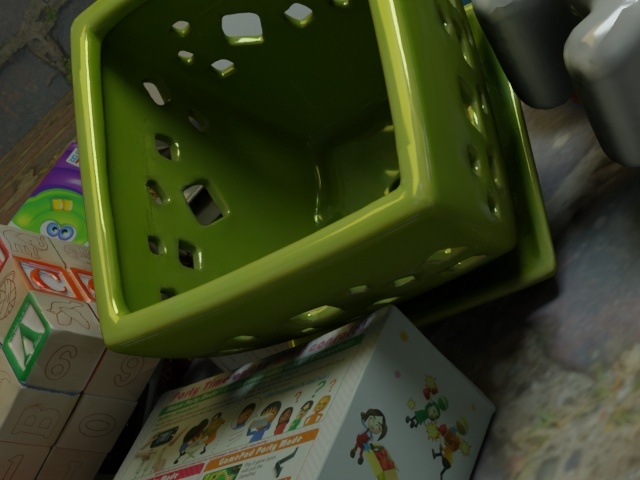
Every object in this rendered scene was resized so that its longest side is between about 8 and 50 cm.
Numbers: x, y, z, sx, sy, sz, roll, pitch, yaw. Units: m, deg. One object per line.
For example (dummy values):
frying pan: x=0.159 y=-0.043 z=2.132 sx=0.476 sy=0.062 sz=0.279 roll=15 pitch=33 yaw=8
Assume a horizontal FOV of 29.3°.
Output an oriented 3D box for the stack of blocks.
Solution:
stack of blocks: x=-0.219 y=0.161 z=0.817 sx=0.171 sy=0.087 sz=0.297 roll=46 pitch=111 yaw=45

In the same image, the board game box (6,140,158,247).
board game box: x=-0.241 y=0.069 z=1.114 sx=0.275 sy=0.142 sz=0.144 roll=-63 pitch=-1 yaw=-40

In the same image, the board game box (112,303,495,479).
board game box: x=-0.057 y=0.196 z=0.636 sx=0.224 sy=0.097 sz=0.303 roll=-25 pitch=29 yaw=44

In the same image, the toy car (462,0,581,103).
toy car: x=0.162 y=-0.198 z=0.860 sx=0.219 sy=0.210 sz=0.238 roll=-23 pitch=40 yaw=22

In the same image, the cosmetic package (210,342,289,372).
cosmetic package: x=0.000 y=0.000 z=0.928 sx=0.231 sy=0.085 sz=0.117 roll=-46 pitch=20 yaw=2

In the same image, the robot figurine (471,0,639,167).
robot figurine: x=0.245 y=-0.209 z=0.681 sx=0.353 sy=0.200 sz=0.300 roll=-46 pitch=57 yaw=-3

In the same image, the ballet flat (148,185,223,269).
ballet flat: x=-0.046 y=-0.054 z=0.931 sx=0.213 sy=0.072 sz=0.068 roll=-42 pitch=47 yaw=10

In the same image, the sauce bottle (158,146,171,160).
sauce bottle: x=-0.055 y=-0.125 z=1.243 sx=0.344 sy=0.111 sz=0.111 roll=-28 pitch=26 yaw=40

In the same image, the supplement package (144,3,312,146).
supplement package: x=-0.079 y=-0.240 z=1.032 sx=0.177 sy=0.293 sz=0.175 roll=-9 pitch=-2 yaw=-30

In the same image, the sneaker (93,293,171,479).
sneaker: x=-0.170 y=0.110 z=0.933 sx=0.108 sy=0.100 sz=0.271 roll=-49 pitch=29 yaw=46

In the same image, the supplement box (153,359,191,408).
supplement box: x=-0.154 y=0.122 z=1.049 sx=0.055 sy=0.043 sz=0.083 roll=-25 pitch=27 yaw=44

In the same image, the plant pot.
plant pot: x=0.007 y=-0.052 z=0.733 sx=0.227 sy=0.207 sz=0.228 roll=-23 pitch=63 yaw=29
